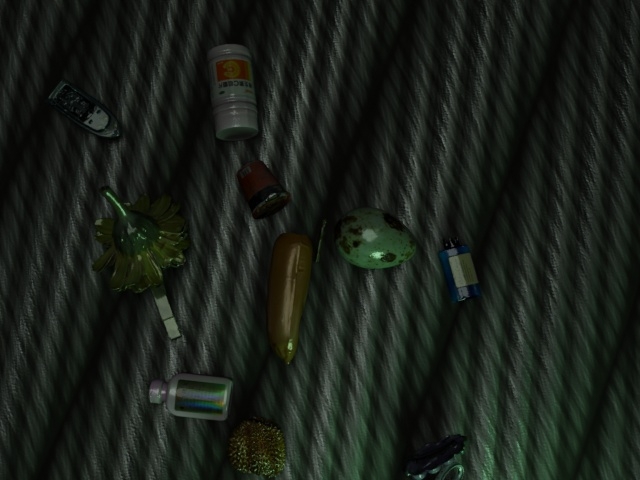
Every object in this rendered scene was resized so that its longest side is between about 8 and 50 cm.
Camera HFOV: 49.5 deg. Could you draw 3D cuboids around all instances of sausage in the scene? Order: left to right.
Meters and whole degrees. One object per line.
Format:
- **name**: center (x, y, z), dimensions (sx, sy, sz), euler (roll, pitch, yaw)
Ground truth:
- **sausage**: center (-0.091, 0.158, 1.896), dimensions (0.116, 0.134, 0.353), euler (11, 78, -23)

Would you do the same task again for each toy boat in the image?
- **toy boat**: center (-0.679, -0.372, 2.003), dimensions (0.246, 0.103, 0.093), euler (35, 81, 3)

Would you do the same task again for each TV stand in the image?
- **TV stand**: center (-0.447, 0.158, 1.942), dimensions (0.036, 0.042, 0.249), euler (-21, 81, -7)

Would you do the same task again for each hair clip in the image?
- **hair clip**: center (0.300, 0.558, 1.832), dimensions (0.196, 0.124, 0.052), euler (-23, 105, -16)

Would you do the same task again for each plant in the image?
- **plant**: center (-0.475, -0.030, 1.878), dimensions (0.261, 0.296, 0.305), euler (-4, 40, -28)

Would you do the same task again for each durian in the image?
- **durian**: center (-0.170, 0.547, 1.834), dimensions (0.158, 0.137, 0.167), euler (-2, 89, -21)

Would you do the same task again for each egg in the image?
- **egg**: center (0.150, -0.003, 1.904), dimensions (0.231, 0.169, 0.169), euler (16, 81, -4)

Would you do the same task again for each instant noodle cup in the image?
- **instant noodle cup**: center (-0.169, -0.149, 1.960), dimensions (0.127, 0.127, 0.135), euler (-30, 74, -5)

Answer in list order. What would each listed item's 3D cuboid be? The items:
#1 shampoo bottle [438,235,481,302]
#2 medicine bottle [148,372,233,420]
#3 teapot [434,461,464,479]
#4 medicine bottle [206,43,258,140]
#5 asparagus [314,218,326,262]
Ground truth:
- **shampoo bottle**: center (0.387, 0.078, 1.948), dimensions (0.087, 0.050, 0.182), euler (-14, 81, 1)
- **medicine bottle**: center (-0.350, 0.418, 1.879), dimensions (0.219, 0.078, 0.115), euler (6, 83, 1)
- **teapot**: center (0.338, 0.692, 1.807), dimensions (0.159, 0.159, 0.231), euler (-4, 97, -1)
- **medicine bottle**: center (-0.252, -0.423, 1.993), dimensions (0.134, 0.133, 0.249), euler (-6, 81, -1)
- **asparagus**: center (0.000, 0.000, 1.980), dimensions (0.015, 0.018, 0.127), euler (16, 79, -32)
